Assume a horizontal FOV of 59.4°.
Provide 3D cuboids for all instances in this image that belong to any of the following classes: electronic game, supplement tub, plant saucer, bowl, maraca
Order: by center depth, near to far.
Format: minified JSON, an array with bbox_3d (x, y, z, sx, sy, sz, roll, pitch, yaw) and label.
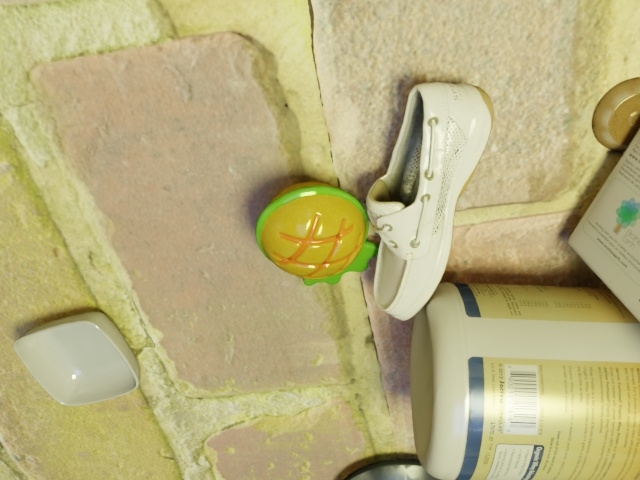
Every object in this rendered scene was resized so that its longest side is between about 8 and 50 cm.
[{"bbox_3d":[0.338,-0.132,0.603,0.084,0.015,0.083,1,121,2],"label":"plant saucer"},{"bbox_3d":[0.000,0.000,0.656,0.127,0.099,0.185,-23,142,13],"label":"maraca"},{"bbox_3d":[0.276,0.167,0.662,0.317,0.228,0.228,2,121,2],"label":"supplement tub"},{"bbox_3d":[-0.332,0.161,0.791,0.142,0.053,0.142,-16,118,12],"label":"bowl"},{"bbox_3d":[0.136,0.442,0.941,0.230,0.048,0.229,1,122,1],"label":"electronic game"}]

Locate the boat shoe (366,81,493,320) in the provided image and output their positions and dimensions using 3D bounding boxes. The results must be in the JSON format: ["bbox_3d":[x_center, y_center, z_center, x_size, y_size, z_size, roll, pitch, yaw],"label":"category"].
[{"bbox_3d":[0.091,-0.038,0.614,0.096,0.098,0.276,2,115,-25],"label":"boat shoe"}]

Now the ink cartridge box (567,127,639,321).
[{"bbox_3d":[0.432,-0.071,0.479,0.151,0.270,0.395,8,123,-16],"label":"ink cartridge box"}]
